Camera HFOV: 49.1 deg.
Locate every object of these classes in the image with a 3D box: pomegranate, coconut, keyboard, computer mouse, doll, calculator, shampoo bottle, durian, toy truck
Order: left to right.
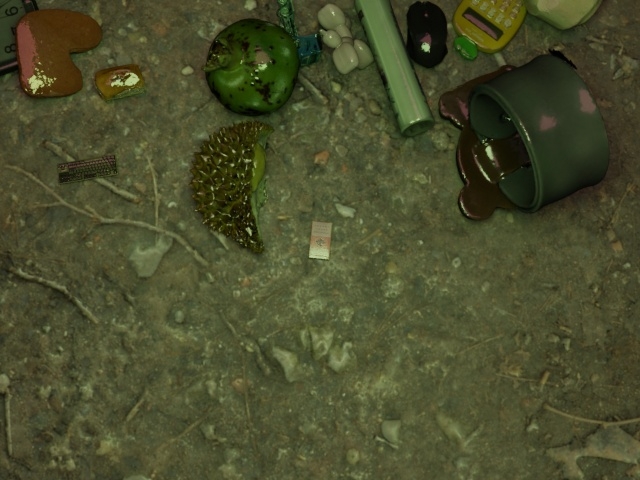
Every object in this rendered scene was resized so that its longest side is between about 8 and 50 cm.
[{"bbox_3d":[-0.511,-0.157,1.541,0.129,0.015,0.049,-10,81,-3],"label":"keyboard"},{"bbox_3d":[-0.180,-0.122,1.498,0.172,0.166,0.306,-13,74,26],"label":"durian"},{"bbox_3d":[-0.157,-0.373,1.479,0.211,0.263,0.211,-3,83,29],"label":"pomegranate"},{"bbox_3d":[-0.048,-0.483,1.591,0.081,0.067,0.175,-13,78,-10],"label":"toy truck"},{"bbox_3d":[0.049,-0.451,1.560,0.059,0.161,0.160,-33,94,33],"label":"doll"},{"bbox_3d":[0.158,-0.408,1.548,0.078,0.134,0.360,-21,81,14],"label":"shampoo bottle"},{"bbox_3d":[0.243,-0.477,1.600,0.099,0.057,0.172,-3,77,-1],"label":"computer mouse"},{"bbox_3d":[0.389,-0.515,1.625,0.146,0.032,0.235,37,80,4],"label":"calculator"},{"bbox_3d":[0.533,-0.569,1.559,0.183,0.171,0.171,26,80,-23],"label":"coconut"}]

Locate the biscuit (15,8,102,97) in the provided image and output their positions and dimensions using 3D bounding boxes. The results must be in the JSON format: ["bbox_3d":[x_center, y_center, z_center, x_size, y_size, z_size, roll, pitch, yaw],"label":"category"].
[{"bbox_3d":[-0.570,-0.411,1.545,0.186,0.036,0.192,-6,94,-31],"label":"biscuit"}]

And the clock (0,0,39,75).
[{"bbox_3d":[-0.768,-0.486,1.568,0.278,0.049,0.273,-21,83,-5],"label":"clock"}]

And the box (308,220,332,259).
[{"bbox_3d":[0.000,0.000,1.536,0.046,0.012,0.083,6,80,-2],"label":"box"}]

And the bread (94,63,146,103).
[{"bbox_3d":[-0.447,-0.353,1.558,0.106,0.053,0.072,-15,85,-10],"label":"bread"}]

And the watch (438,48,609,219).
[{"bbox_3d":[0.412,-0.229,1.429,0.314,0.327,0.335,-24,82,-6],"label":"watch"}]
